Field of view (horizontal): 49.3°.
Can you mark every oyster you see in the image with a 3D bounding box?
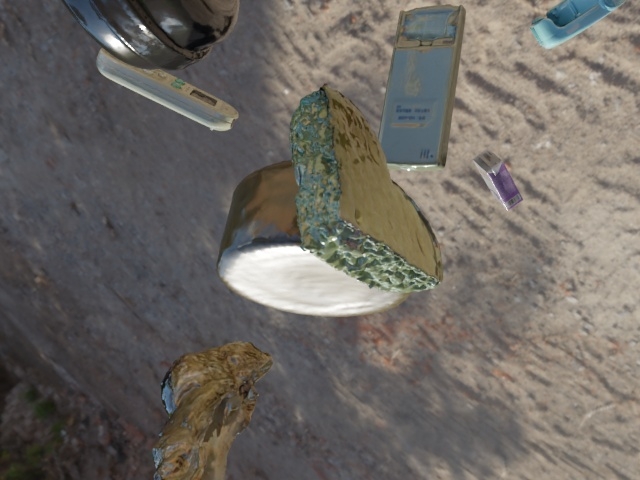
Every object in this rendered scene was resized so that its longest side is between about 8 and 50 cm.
[{"bbox_3d":[-0.124,0.199,0.700,0.108,0.232,0.161,13,137,4],"label":"oyster"}]

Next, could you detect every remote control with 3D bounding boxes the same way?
[{"bbox_3d":[0.169,-0.257,1.161,0.124,0.285,0.038,4,172,31],"label":"remote control"},{"bbox_3d":[-0.229,-0.224,1.047,0.222,0.042,0.078,26,-162,-12],"label":"remote control"}]

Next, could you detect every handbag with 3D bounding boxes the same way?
[{"bbox_3d":[-0.156,-0.291,0.563,0.093,0.254,0.307,-17,93,16],"label":"handbag"}]

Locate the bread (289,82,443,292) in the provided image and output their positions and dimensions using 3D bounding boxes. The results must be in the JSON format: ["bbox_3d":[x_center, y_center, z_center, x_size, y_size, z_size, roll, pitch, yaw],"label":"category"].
[{"bbox_3d":[0.034,-0.028,0.661,0.064,0.172,0.232,-27,103,31],"label":"bread"}]

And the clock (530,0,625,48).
[{"bbox_3d":[0.342,-0.301,0.888,0.147,0.108,0.045,-32,98,19],"label":"clock"}]

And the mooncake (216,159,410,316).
[{"bbox_3d":[0.000,0.000,1.023,0.285,0.155,0.284,5,152,3],"label":"mooncake"}]

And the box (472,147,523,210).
[{"bbox_3d":[0.312,-0.106,1.225,0.117,0.036,0.050,47,-173,-41],"label":"box"}]
